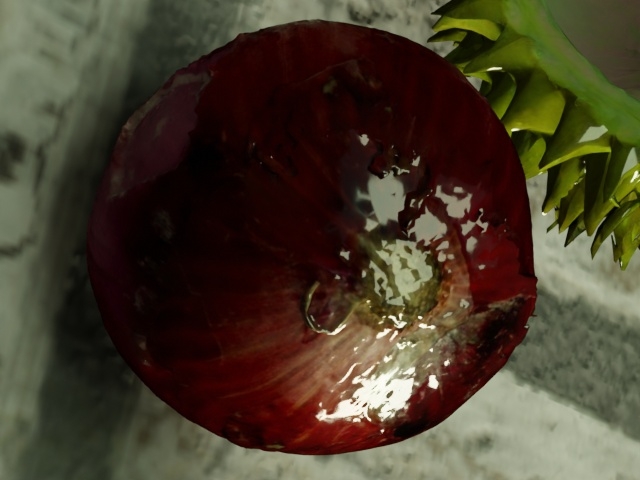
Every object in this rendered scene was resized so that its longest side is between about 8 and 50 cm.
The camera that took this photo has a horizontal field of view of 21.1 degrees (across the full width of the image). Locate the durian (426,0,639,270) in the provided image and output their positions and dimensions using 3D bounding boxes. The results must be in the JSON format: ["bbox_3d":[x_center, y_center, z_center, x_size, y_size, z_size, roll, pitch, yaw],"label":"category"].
[{"bbox_3d":[0.151,-0.119,0.617,0.352,0.169,0.158,-51,118,-37],"label":"durian"}]

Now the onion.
[{"bbox_3d":[0.000,0.000,0.494,0.131,0.131,0.131,3,85,-44],"label":"onion"}]
